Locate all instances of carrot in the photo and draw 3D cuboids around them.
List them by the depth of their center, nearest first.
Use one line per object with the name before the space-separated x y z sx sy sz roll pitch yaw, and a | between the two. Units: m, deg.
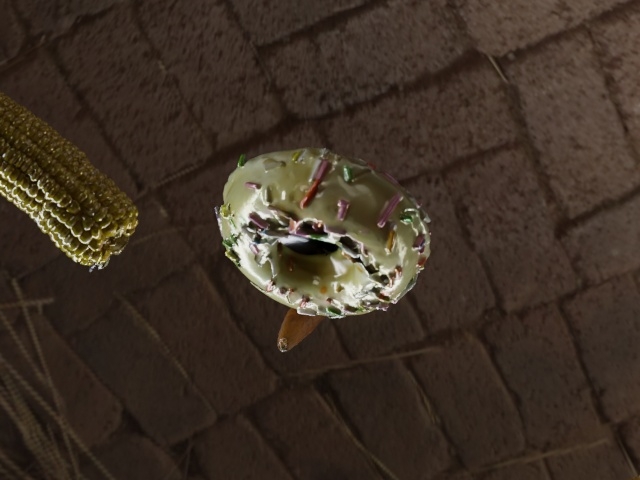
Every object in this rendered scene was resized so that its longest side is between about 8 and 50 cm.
carrot | -0.009 0.060 0.918 0.048 0.216 0.048 3 106 10

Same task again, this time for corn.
corn | -0.323 -0.087 1.055 0.292 0.101 0.101 41 108 -12

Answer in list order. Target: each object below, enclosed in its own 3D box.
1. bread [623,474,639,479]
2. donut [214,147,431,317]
bread | 0.268 0.383 1.074 0.380 0.109 0.185 -39 143 14
donut | 0.000 0.000 0.762 0.175 0.068 0.174 15 146 10
